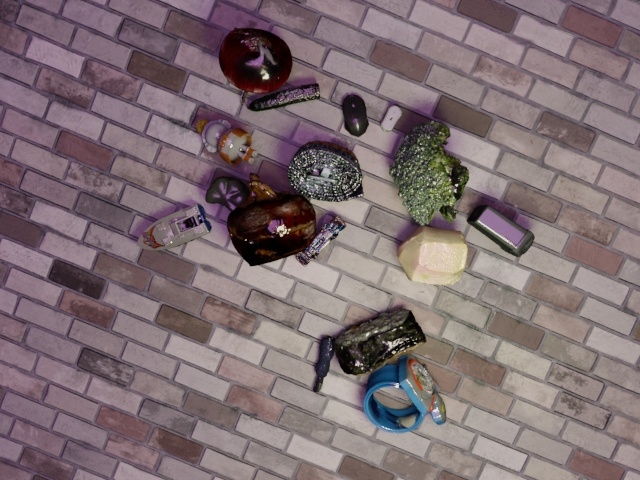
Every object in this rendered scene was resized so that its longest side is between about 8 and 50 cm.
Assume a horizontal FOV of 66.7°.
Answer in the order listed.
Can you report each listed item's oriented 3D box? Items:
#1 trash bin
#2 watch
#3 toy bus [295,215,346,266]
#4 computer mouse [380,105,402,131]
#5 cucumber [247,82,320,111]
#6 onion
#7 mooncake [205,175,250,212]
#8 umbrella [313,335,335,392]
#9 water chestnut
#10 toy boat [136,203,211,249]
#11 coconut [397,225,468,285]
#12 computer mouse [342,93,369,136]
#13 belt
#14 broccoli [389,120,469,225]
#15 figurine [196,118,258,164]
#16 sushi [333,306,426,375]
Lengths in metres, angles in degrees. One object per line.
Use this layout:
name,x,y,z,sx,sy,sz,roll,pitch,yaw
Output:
trash bin,0.691,-0.038,1.855,0.236,0.177,0.101,35,96,1
watch,0.329,0.634,1.913,0.275,0.241,0.305,-36,96,20
toy bus,0.000,0.000,1.908,0.235,0.096,0.073,-43,94,4
computer mouse,0.273,-0.472,1.896,0.056,0.032,0.110,30,105,-1
cucumber,-0.145,-0.549,1.881,0.294,0.067,0.067,-12,95,3
onion,-0.244,-0.651,1.822,0.274,0.285,0.272,6,58,-10
mooncake,-0.362,-0.166,1.900,0.175,0.104,0.168,-2,101,5
umbrella,0.016,0.505,1.972,0.071,0.071,0.248,8,99,0
water chestnut,-0.186,-0.087,1.788,0.336,0.335,0.346,-14,99,2
toy boat,-0.589,-0.035,1.919,0.296,0.088,0.129,-22,94,2
coconut,0.414,0.061,1.841,0.246,0.233,0.232,3,95,-1
computer mouse,0.134,-0.487,1.883,0.099,0.057,0.172,-10,91,4
belt,0.028,-0.265,1.852,0.296,0.160,0.206,7,114,1
broccoli,0.409,-0.235,1.796,0.318,0.338,0.277,40,125,-23
figurine,-0.365,-0.383,1.860,0.272,0.143,0.143,31,95,-2
sushi,0.226,0.398,1.888,0.350,0.211,0.170,-26,98,9
